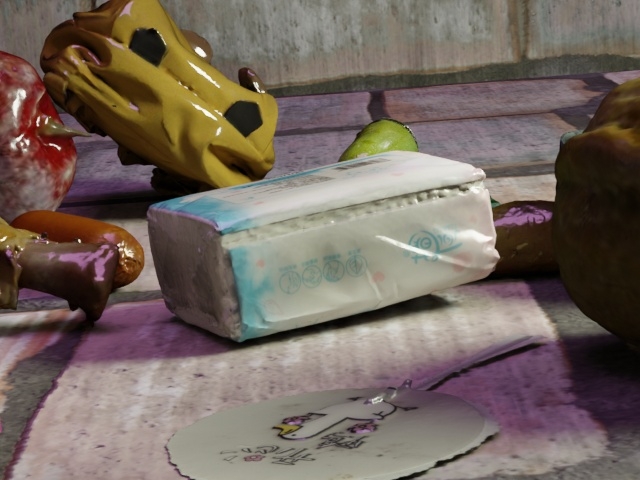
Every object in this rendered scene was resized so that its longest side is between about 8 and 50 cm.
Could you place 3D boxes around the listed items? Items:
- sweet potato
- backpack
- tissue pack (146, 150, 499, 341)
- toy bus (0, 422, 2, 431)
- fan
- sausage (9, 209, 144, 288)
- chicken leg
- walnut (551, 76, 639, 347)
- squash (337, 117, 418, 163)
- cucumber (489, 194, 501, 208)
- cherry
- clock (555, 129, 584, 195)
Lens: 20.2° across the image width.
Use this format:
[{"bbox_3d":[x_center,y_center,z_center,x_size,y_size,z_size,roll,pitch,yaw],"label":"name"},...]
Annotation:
[{"bbox_3d":[0.232,-0.007,1.744,0.244,0.077,0.077,-8,10,-5],"label":"sweet potato"},{"bbox_3d":[-0.210,-0.190,2.331,0.201,0.353,0.378,-52,17,-6],"label":"backpack"},{"bbox_3d":[-0.001,0.000,1.637,0.271,0.124,0.201,-14,15,-22],"label":"tissue pack"},{"bbox_3d":[-0.292,0.024,1.226,0.090,0.274,0.112,-1,10,27],"label":"toy bus"},{"bbox_3d":[0.051,0.114,1.317,0.233,0.012,0.415,3,13,33],"label":"fan"},{"bbox_3d":[-0.254,0.010,1.860,0.076,0.076,0.197,-13,15,-40],"label":"sausage"},{"bbox_3d":[-0.383,-0.024,1.655,0.409,0.295,0.182,11,33,15],"label":"chicken leg"},{"bbox_3d":[0.309,-0.017,1.366,0.283,0.227,0.283,26,-10,5],"label":"walnut"},{"bbox_3d":[0.070,-0.094,2.280,0.095,0.095,0.188,-2,14,11],"label":"squash"},{"bbox_3d":[0.131,-0.015,1.881,0.116,0.062,0.115,7,12,43],"label":"cucumber"},{"bbox_3d":[-0.425,-0.109,2.162,0.300,0.230,0.203,-19,23,9],"label":"cherry"},{"bbox_3d":[0.380,-0.041,1.710,0.319,0.066,0.319,9,12,-2],"label":"clock"}]
